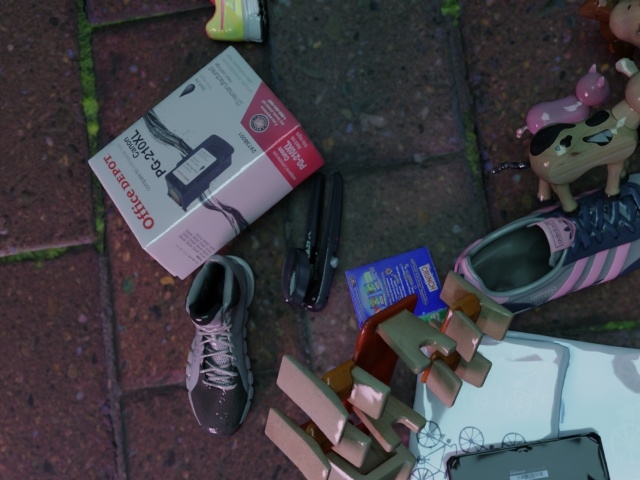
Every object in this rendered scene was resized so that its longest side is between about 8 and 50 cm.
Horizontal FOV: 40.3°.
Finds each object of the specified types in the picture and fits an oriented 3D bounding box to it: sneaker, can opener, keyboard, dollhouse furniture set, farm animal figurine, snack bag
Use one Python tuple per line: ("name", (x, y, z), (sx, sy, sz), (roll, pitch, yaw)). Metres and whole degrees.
("sneaker", (0.300, 0.000, 1.014), (0.319, 0.131, 0.112), (-29, 71, 1))
("can opener", (0.000, 0.000, 1.095), (0.059, 0.073, 0.186), (10, 73, 17))
("sneaker", (-0.133, 0.124, 1.051), (0.086, 0.132, 0.229), (-1, 80, 7))
("keyboard", (0.242, 0.288, 0.997), (0.180, 0.023, 0.108), (-11, 72, 6))
("dollhouse furniture set", (0.050, 0.166, 0.953), (0.262, 0.259, 0.135), (-23, 50, -39))
("farm animal figurine", (0.382, -0.182, 0.940), (0.326, 0.172, 0.330), (10, 56, 27))
("sneaker", (-0.128, -0.360, 1.157), (0.094, 0.081, 0.209), (-8, 80, 8))
("snack bag", (0.271, 0.273, 1.025), (0.342, 0.037, 0.323), (7, 81, 8))

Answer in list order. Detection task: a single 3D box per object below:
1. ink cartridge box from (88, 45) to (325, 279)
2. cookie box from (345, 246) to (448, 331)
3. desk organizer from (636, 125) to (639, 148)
("ink cartridge box", (-0.143, -0.096, 1.084), (0.237, 0.100, 0.172), (-39, 59, 0))
("cookie box", (0.094, 0.068, 1.065), (0.107, 0.040, 0.092), (-17, 57, 5))
("desk organizer", (0.406, -0.165, 1.071), (0.047, 0.050, 0.130), (43, 88, 11))
